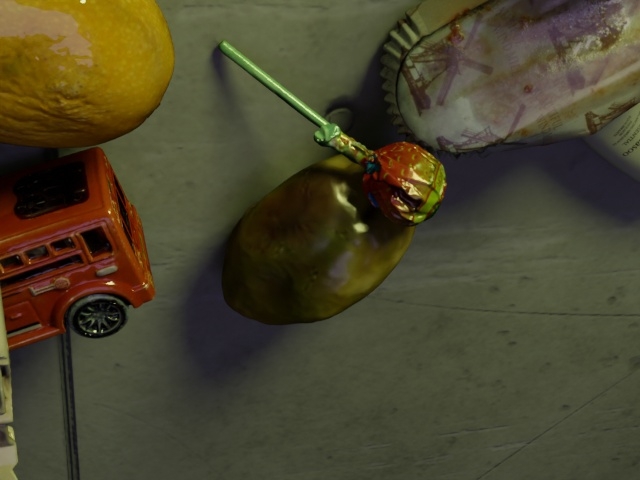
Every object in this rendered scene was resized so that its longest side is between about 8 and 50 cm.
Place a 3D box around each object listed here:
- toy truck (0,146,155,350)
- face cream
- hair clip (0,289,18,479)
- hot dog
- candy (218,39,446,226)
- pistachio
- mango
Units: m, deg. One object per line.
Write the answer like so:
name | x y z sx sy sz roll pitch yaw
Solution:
toy truck | -0.256 0.026 0.729 0.253 0.107 0.114 -18 134 -4
face cream | 0.281 -0.086 0.857 0.182 0.051 0.072 23 114 -33
hair clip | -0.227 0.106 0.688 0.034 0.072 0.226 -6 133 -20
hot dog | 0.173 -0.144 0.735 0.268 0.075 0.144 -22 107 8
candy | 0.008 -0.083 0.735 0.201 0.060 0.060 36 113 -7
pistachio | 0.000 0.004 0.800 0.189 0.110 0.100 -32 162 7
mango | -0.214 -0.140 0.613 0.262 0.109 0.157 22 128 -26
